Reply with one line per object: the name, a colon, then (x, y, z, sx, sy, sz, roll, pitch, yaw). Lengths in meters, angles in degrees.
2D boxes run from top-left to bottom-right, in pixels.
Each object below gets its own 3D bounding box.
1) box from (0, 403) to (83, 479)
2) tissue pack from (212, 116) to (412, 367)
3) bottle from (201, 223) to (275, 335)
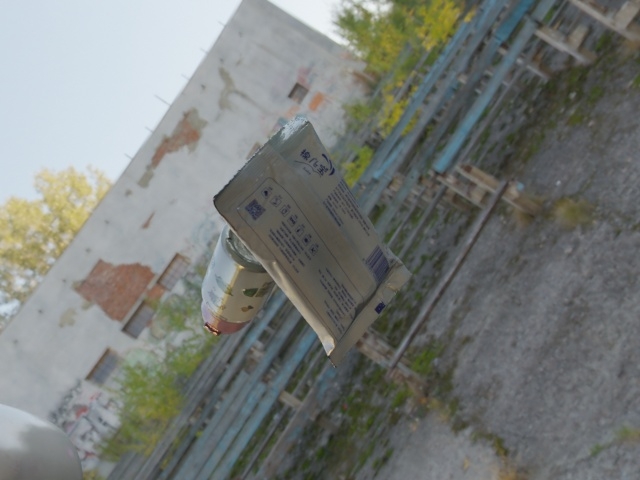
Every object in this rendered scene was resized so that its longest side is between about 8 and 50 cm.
box: (-0.410, 0.270, 0.683, 0.141, 0.348, 0.289, -69, -8, -68)
tissue pack: (0.000, 0.000, 0.601, 0.026, 0.193, 0.122, -2, 40, 53)
bottle: (-0.140, 0.071, 1.195, 0.120, 0.120, 0.253, -55, -3, -41)
